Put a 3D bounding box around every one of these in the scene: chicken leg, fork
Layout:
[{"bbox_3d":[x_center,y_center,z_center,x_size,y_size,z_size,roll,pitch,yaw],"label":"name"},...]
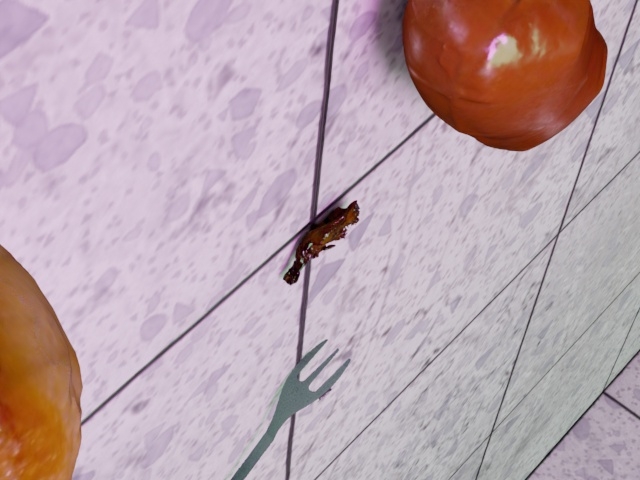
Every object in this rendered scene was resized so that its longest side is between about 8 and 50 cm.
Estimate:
[{"bbox_3d":[0.001,-0.002,1.076,0.083,0.021,0.036,-46,168,-17],"label":"chicken leg"},{"bbox_3d":[-0.056,0.187,1.240,0.235,0.039,0.021,-53,155,9],"label":"fork"}]

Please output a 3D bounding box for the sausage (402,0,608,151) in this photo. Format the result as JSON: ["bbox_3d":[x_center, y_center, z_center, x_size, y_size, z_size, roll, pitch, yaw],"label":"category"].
[{"bbox_3d":[0.128,-0.132,0.997,0.133,0.133,0.258,-55,163,5],"label":"sausage"}]

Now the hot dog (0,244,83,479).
[{"bbox_3d":[-0.269,0.154,0.513,0.405,0.185,0.223,-40,154,-30],"label":"hot dog"}]
